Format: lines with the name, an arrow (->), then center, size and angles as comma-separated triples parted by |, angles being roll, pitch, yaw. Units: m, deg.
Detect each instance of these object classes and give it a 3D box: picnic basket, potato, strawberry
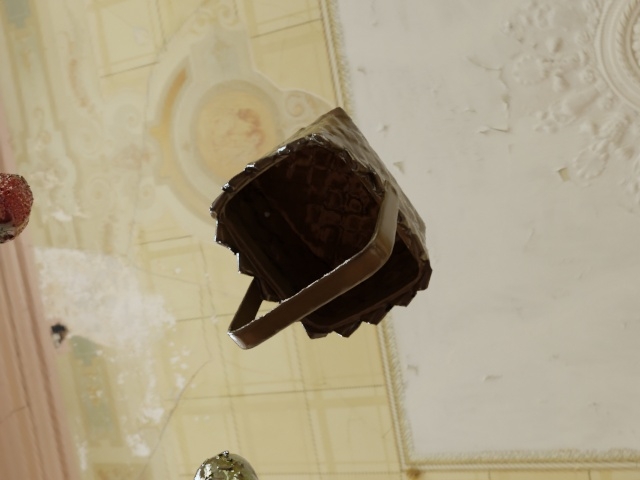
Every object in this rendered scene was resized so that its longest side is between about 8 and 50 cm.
picnic basket -> 0.000, 0.000, 1.077 | 0.254, 0.321, 0.291 | -32, -71, 24
potato -> -0.135, 0.436, 1.169 | 0.149, 0.113, 0.251 | -43, -141, 27
strawberry -> -0.433, -0.050, 1.034 | 0.106, 0.106, 0.106 | 4, -81, 23
